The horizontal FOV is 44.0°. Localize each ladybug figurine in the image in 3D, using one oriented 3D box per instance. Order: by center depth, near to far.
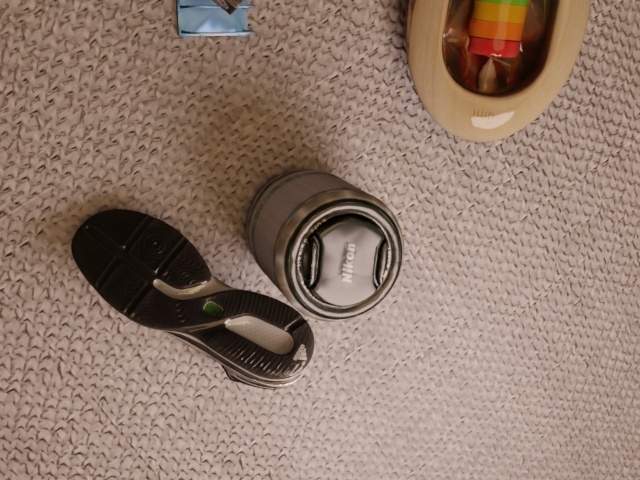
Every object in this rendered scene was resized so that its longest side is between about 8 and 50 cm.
[{"bbox_3d":[0.305,-0.402,1.383,0.304,0.162,0.450,11,108,1],"label":"ladybug figurine"}]

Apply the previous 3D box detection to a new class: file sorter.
[{"bbox_3d":[-0.166,-0.415,1.268,0.118,0.104,0.171,-6,106,-19],"label":"file sorter"}]

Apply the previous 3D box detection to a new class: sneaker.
[{"bbox_3d":[-0.226,0.134,1.369,0.447,0.257,0.169,31,65,8],"label":"sneaker"}]

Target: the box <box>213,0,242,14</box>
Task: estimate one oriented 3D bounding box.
[{"bbox_3d":[-0.133,-0.510,1.168,0.216,0.060,0.270,38,84,-15],"label":"box"}]

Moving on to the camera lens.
[{"bbox_3d":[0.000,0.000,1.351,0.219,0.274,0.220,-5,107,-18],"label":"camera lens"}]
